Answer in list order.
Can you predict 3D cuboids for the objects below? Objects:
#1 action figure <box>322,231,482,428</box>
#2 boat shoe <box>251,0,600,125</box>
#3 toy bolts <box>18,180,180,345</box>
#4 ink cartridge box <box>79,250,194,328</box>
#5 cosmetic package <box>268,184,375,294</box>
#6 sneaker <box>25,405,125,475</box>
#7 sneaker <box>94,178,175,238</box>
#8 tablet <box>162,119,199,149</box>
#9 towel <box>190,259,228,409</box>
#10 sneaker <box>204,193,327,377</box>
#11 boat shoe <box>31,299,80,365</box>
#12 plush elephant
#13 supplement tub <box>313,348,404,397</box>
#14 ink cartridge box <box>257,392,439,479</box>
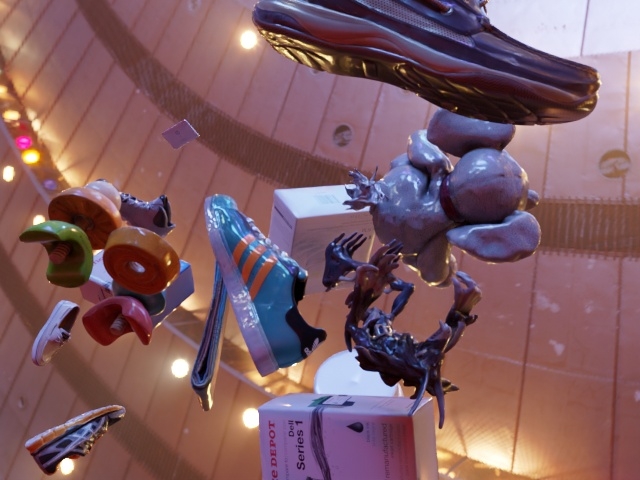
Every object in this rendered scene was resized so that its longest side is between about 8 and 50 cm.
[{"bbox_3d":[0.094,0.079,0.699,0.141,0.164,0.276,-58,-150,19],"label":"action figure"},{"bbox_3d":[0.110,-0.215,0.587,0.355,0.132,0.130,18,-87,2],"label":"boat shoe"},{"bbox_3d":[-0.265,0.025,0.849,0.218,0.158,0.229,0,-51,16],"label":"toy bolts"},{"bbox_3d":[-0.376,0.083,1.205,0.190,0.139,0.082,18,-49,25],"label":"ink cartridge box"},{"bbox_3d":[0.000,0.000,1.427,0.138,0.224,0.225,50,-42,46],"label":"cosmetic package"},{"bbox_3d":[-0.503,0.412,1.241,0.084,0.215,0.083,-28,-96,40],"label":"sneaker"},{"bbox_3d":[-0.466,-0.099,1.533,0.132,0.086,0.229,-34,-67,20],"label":"sneaker"},{"bbox_3d":[-0.345,-0.259,1.454,0.083,0.054,0.006,-22,-147,28],"label":"tablet"},{"bbox_3d":[-0.232,0.215,1.279,0.040,0.370,0.271,11,-113,-6],"label":"towel"},{"bbox_3d":[-0.085,0.048,0.897,0.121,0.108,0.302,-21,-113,-6],"label":"sneaker"},{"bbox_3d":[-0.380,0.136,0.858,0.035,0.035,0.100,10,-116,25],"label":"boat shoe"},{"bbox_3d":[0.224,-0.068,0.935,0.255,0.330,0.272,-5,-98,33],"label":"plush elephant"},{"bbox_3d":[0.084,0.383,1.254,0.191,0.191,0.272,21,-42,31],"label":"supplement tub"},{"bbox_3d":[0.034,0.286,0.761,0.219,0.092,0.160,-6,-93,27],"label":"ink cartridge box"}]
